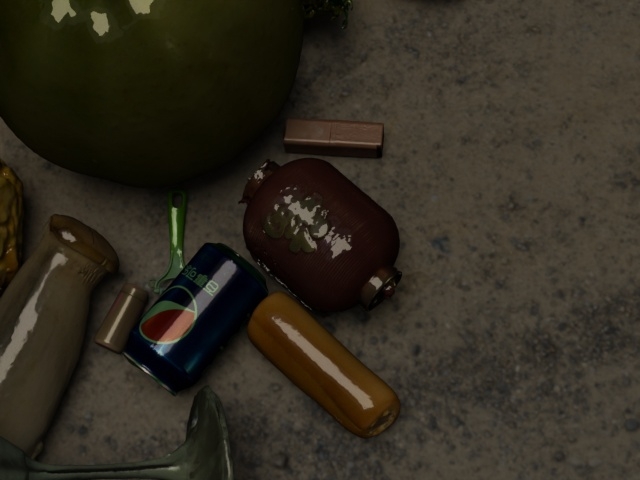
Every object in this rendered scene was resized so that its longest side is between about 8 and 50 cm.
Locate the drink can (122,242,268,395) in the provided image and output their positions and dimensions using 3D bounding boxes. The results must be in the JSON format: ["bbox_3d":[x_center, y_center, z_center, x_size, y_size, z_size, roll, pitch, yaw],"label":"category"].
[{"bbox_3d":[-0.171,0.107,1.351,0.118,0.118,0.205,35,79,15],"label":"drink can"}]

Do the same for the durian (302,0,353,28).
[{"bbox_3d":[-0.028,-0.400,1.502,0.132,0.106,0.375,-26,48,-14],"label":"durian"}]

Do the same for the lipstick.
[{"bbox_3d":[0.020,-0.152,1.457,0.145,0.045,0.045,3,73,6],"label":"lipstick"}]

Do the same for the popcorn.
[{"bbox_3d":[-0.535,-0.019,1.394,0.250,0.190,0.250,2,74,-7],"label":"popcorn"}]

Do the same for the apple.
[{"bbox_3d":[-0.250,-0.302,1.342,0.474,0.473,0.473,-1,72,4],"label":"apple"}]

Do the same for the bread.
[{"bbox_3d":[0.000,0.171,1.325,0.239,0.074,0.092,40,120,16],"label":"bread"}]

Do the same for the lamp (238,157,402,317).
[{"bbox_3d":[0.000,0.000,1.345,0.180,0.180,0.258,-44,74,-10],"label":"lamp"}]

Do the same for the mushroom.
[{"bbox_3d":[-0.409,0.162,1.348,0.154,0.137,0.407,25,82,26],"label":"mushroom"}]

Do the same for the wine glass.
[{"bbox_3d":[-0.326,0.283,1.184,0.406,0.267,0.267,5,70,-22],"label":"wine glass"}]

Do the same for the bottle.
[{"bbox_3d":[-0.281,0.110,1.398,0.045,0.045,0.096,22,72,12],"label":"bottle"}]

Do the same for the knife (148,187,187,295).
[{"bbox_3d":[-0.212,0.002,1.436,0.078,0.022,0.166,3,70,-19],"label":"knife"}]
